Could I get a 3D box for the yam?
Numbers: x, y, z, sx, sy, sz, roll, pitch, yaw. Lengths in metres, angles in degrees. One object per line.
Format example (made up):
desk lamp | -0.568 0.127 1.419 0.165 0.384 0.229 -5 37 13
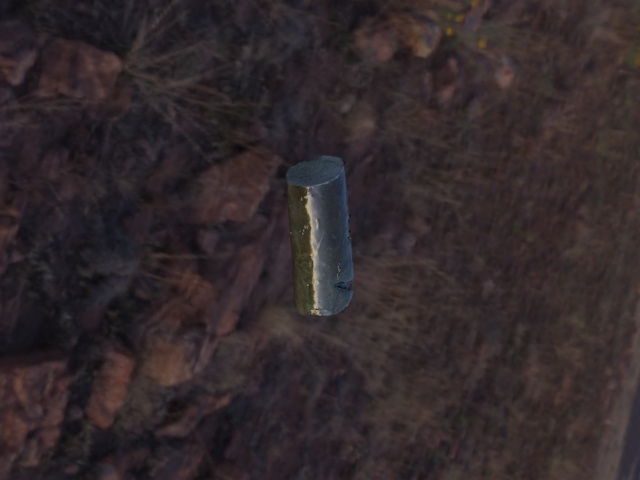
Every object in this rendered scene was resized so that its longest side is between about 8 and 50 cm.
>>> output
yam | 0.000 0.000 0.787 0.054 0.054 0.132 -43 137 -51
